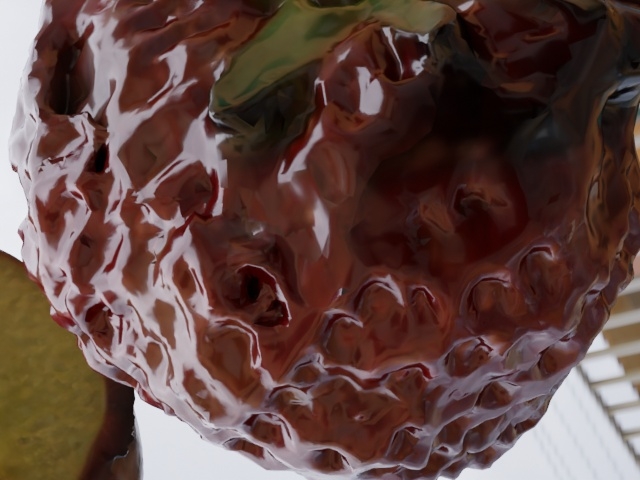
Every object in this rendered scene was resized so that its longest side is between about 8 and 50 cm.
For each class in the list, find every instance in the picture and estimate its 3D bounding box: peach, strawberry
[{"bbox_3d":[-0.289,0.135,0.920,0.362,0.201,0.258,40,-132,15],"label":"peach"},{"bbox_3d":[-0.004,-0.004,0.612,0.292,0.292,0.310,-17,-52,-53],"label":"strawberry"}]
